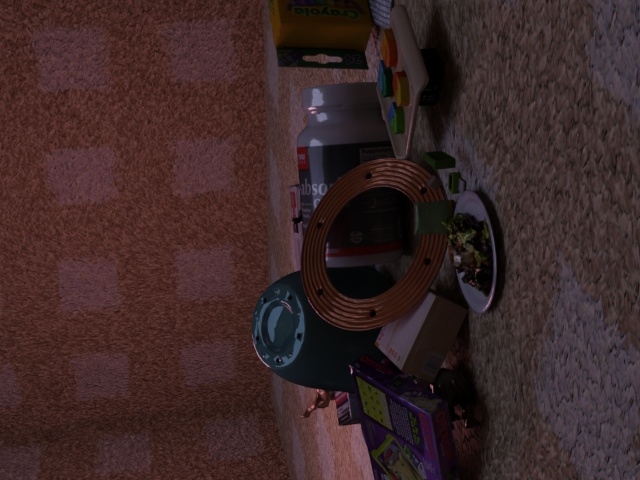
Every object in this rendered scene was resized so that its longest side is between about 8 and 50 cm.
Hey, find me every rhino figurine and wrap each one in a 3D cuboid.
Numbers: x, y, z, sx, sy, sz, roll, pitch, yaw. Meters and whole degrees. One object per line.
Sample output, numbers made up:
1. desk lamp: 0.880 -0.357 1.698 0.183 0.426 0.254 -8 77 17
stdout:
1. rhino figurine: 0.211 0.279 1.728 0.243 0.073 0.106 156 102 -77

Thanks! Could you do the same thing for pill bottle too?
1. pill bottle: 0.058 -0.136 1.970 0.210 0.210 0.363 -157 62 -78

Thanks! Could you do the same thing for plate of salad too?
1. plate of salad: 0.236 0.019 1.532 0.200 0.048 0.199 175 90 -80

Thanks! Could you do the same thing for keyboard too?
1. keyboard: 0.114 -0.499 2.022 0.256 0.014 0.072 -121 27 -66

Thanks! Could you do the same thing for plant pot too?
1. plant pot: -0.006 0.192 2.094 0.293 0.235 0.293 -6 81 48

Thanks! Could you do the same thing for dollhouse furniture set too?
1. dollhouse furniture set: 0.201 -0.071 1.600 0.058 0.076 0.151 -124 31 -66

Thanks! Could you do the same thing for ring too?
1. ring: 0.099 0.006 1.770 0.337 0.032 0.336 -17 63 35

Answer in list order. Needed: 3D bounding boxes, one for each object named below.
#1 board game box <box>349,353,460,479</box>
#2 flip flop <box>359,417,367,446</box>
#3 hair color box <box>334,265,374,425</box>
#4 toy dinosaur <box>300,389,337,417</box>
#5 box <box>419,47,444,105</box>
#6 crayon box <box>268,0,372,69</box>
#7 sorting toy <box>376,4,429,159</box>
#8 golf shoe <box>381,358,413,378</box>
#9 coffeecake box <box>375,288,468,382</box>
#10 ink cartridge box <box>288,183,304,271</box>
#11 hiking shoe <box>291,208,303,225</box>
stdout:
1. board game box: 0.161 0.384 1.718 0.208 0.056 0.346 31 142 47
2. flip flop: 0.164 0.498 2.056 0.112 0.080 0.277 101 147 -84
3. hair color box: 0.084 0.246 2.306 0.185 0.114 0.374 117 147 -71
4. toy dinosaur: 0.020 0.393 2.735 0.295 0.127 0.200 124 146 -66
5. box: 0.179 -0.285 1.673 0.083 0.052 0.062 97 165 -54
6. crayon box: -0.006 -0.517 2.078 0.083 0.203 0.323 108 158 -54
7. sorting toy: 0.133 -0.273 1.671 0.208 0.038 0.193 101 161 -56
8. golf shoe: 0.164 0.356 1.940 0.306 0.115 0.140 -117 27 -61
9. coffeecake box: 0.177 0.157 1.714 0.142 0.068 0.185 -65 13 3
10. ink cartridge box: 0.000 0.000 2.546 0.272 0.130 0.309 -158 63 -83
11. hiking shoe: 0.041 -0.097 2.114 0.086 0.227 0.114 52 -162 15
